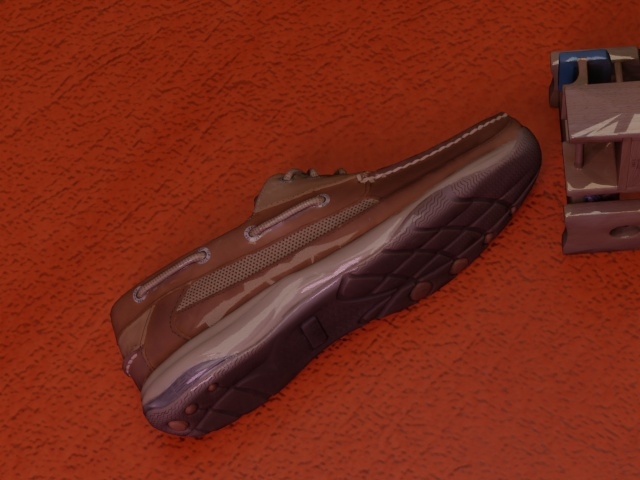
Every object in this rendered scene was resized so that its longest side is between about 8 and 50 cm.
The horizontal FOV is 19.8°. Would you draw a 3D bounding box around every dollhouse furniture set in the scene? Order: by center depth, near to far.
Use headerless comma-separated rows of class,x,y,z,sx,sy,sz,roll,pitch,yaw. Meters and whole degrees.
dollhouse furniture set,0.221,-0.087,1.209,0.129,0.183,0.129,-4,66,5

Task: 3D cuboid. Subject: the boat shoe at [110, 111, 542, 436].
boat shoe,0.000,0.000,1.234,0.324,0.123,0.116,-32,65,-10
